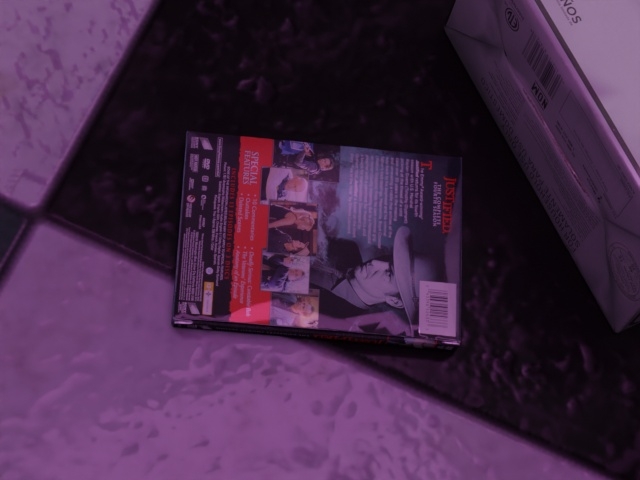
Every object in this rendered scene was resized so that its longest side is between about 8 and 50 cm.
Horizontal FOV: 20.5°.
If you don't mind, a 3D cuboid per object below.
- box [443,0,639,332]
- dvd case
[{"bbox_3d":[0.222,-0.095,0.773,0.290,0.087,0.169,-23,72,-17],"label":"box"},{"bbox_3d":[0.000,0.000,0.739,0.119,0.013,0.087,4,67,-6],"label":"dvd case"}]
